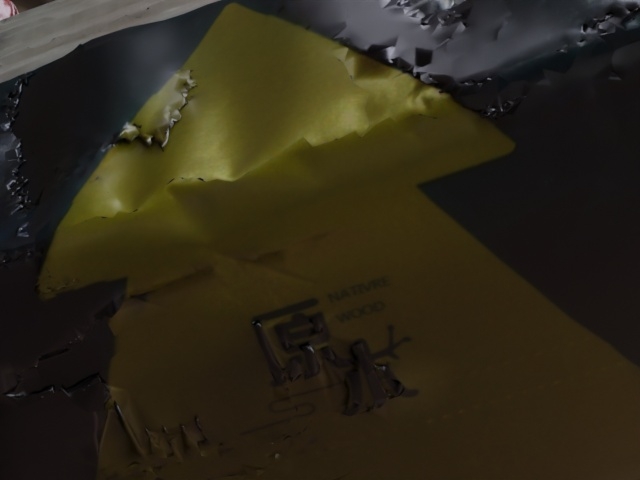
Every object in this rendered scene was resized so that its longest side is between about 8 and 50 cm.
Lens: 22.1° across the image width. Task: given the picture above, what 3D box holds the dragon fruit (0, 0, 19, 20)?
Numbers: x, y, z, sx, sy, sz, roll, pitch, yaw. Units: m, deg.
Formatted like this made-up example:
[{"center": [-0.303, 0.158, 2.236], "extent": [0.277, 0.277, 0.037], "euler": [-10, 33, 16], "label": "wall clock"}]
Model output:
[{"center": [-0.288, -0.150, 1.194], "extent": [0.130, 0.142, 0.121], "euler": [49, 17, -16], "label": "dragon fruit"}]

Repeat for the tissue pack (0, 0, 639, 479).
[{"center": [0.000, 0.000, 0.790], "extent": [0.417, 0.253, 0.264], "euler": [-16, -51, 6], "label": "tissue pack"}]
